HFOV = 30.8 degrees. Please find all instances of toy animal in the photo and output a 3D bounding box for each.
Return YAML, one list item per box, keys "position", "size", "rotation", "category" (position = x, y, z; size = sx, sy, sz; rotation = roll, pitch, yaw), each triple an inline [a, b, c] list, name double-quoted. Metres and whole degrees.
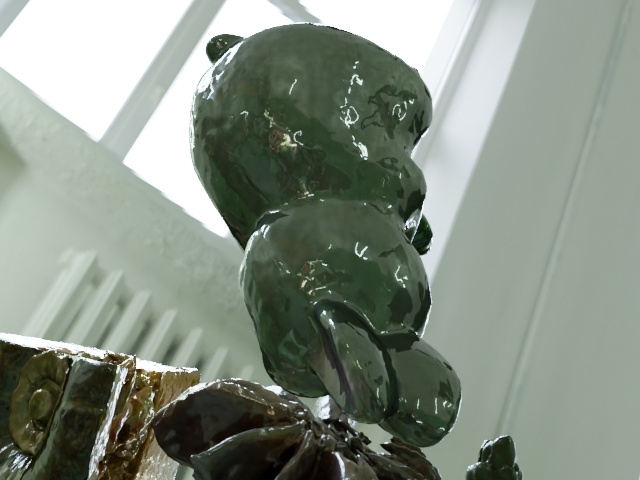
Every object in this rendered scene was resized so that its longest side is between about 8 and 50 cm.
- position: [-0.005, 0.002, 0.515]
  size: [0.138, 0.236, 0.108]
  rotation: [27, -49, -20]
  category: "toy animal"

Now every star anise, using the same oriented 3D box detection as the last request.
- position: [-0.006, 0.157, 0.773]
  size: [0.236, 0.229, 0.093]
  rotation: [23, -76, 7]
  category: "star anise"

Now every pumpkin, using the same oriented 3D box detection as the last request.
- position: [-0.161, 0.154, 0.892]
  size: [0.190, 0.139, 0.280]
  rotation: [19, -8, -35]
  category: "pumpkin"

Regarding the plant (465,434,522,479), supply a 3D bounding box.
- position: [0.185, 0.294, 1.252]
  size: [0.087, 0.174, 0.085]
  rotation: [10, -4, -33]
  category: "plant"
